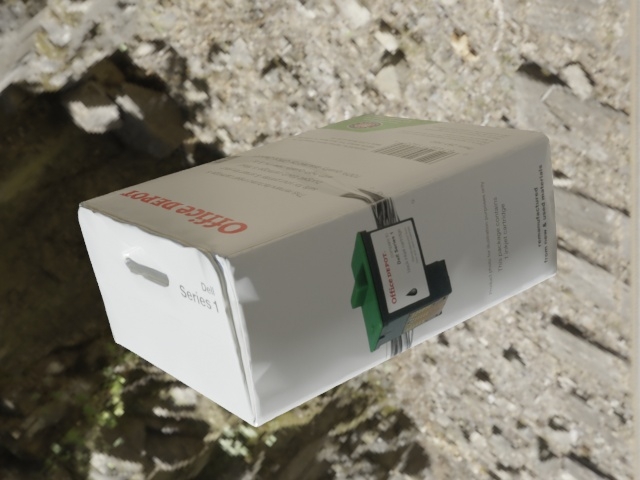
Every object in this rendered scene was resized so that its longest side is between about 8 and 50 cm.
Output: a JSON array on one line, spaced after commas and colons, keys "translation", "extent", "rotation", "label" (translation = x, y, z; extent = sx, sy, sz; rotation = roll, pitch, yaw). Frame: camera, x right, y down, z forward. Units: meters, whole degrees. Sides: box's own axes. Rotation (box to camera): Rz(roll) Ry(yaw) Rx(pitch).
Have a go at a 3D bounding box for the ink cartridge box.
[{"translation": [0.000, 0.000, 0.522], "extent": [0.160, 0.219, 0.093], "rotation": [17, 122, 52], "label": "ink cartridge box"}]
